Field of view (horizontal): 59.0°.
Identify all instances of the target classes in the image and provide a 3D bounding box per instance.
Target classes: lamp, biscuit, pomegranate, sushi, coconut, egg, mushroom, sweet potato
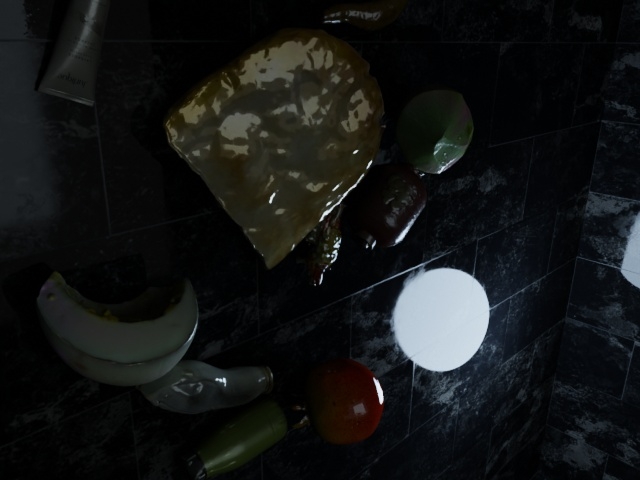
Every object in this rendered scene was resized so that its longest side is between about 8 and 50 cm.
[{"bbox_3d":[0.161,-0.090,1.447,0.258,0.180,0.180,-53,136,-14],"label":"lamp"},{"bbox_3d":[-0.069,-0.206,1.143,0.446,0.104,0.429,-43,131,-1],"label":"biscuit"},{"bbox_3d":[0.039,0.425,1.481,0.256,0.221,0.221,-16,120,-10],"label":"pomegranate"},{"bbox_3d":[-0.004,-0.001,1.359,0.097,0.103,0.226,-10,112,-73],"label":"sushi"},{"bbox_3d":[0.291,-0.292,1.456,0.204,0.236,0.236,25,85,-9],"label":"coconut"},{"bbox_3d":[-0.351,0.172,0.995,0.271,0.206,0.162,-4,140,-37],"label":"egg"},{"bbox_3d":[-0.234,0.318,1.240,0.351,0.097,0.109,20,93,-52],"label":"mushroom"},{"bbox_3d":[0.134,-0.550,1.311,0.346,0.079,0.108,-42,103,-26],"label":"sweet potato"}]

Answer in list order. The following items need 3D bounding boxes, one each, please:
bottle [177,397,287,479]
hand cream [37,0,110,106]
[{"bbox_3d":[-0.203,0.468,1.311,0.260,0.112,0.112,-22,120,-39],"label":"bottle"},{"bbox_3d":[-0.375,-0.311,0.883,0.087,0.054,0.186,9,105,-43],"label":"hand cream"}]
